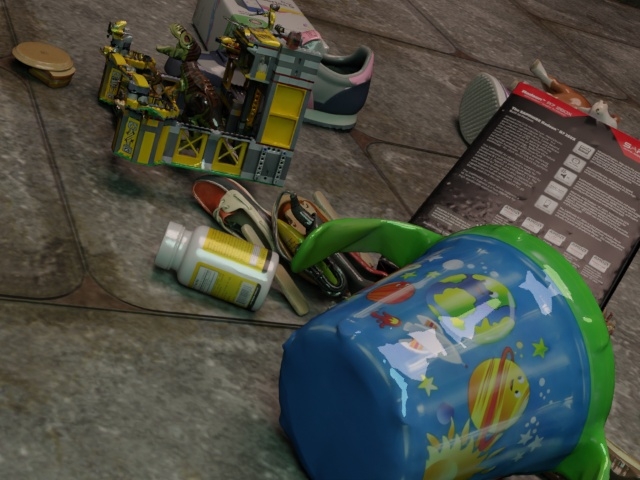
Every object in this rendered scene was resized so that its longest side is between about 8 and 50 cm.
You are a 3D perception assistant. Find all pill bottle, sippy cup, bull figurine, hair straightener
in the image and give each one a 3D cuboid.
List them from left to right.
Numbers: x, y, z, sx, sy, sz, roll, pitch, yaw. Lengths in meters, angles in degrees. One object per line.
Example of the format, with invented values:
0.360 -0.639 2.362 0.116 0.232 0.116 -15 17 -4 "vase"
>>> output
-0.106 0.023 1.087 0.116 0.065 0.065 22 26 -8 "pill bottle"
0.030 0.041 1.116 0.230 0.047 0.089 49 37 -2 "hair straightener"
0.093 0.121 0.926 0.224 0.240 0.305 -17 23 -39 "sippy cup"
0.419 -0.224 1.874 0.188 0.101 0.310 45 6 3 "bull figurine"

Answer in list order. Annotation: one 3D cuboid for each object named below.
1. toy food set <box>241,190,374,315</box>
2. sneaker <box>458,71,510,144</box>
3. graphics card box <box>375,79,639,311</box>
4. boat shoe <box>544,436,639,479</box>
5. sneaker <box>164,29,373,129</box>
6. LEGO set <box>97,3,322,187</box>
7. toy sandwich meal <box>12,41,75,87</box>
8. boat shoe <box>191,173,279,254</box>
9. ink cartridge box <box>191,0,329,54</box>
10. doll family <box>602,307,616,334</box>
0.000 0.000 1.201 0.132 0.038 0.192 54 30 2 "toy food set"
0.334 -0.164 1.784 0.161 0.102 0.282 17 35 -29 "sneaker"
0.245 -0.011 1.252 0.232 0.094 0.371 30 52 13 "graphics card box"
0.269 0.219 1.061 0.190 0.068 0.072 39 15 16 "boat shoe"
-0.067 -0.256 1.557 0.319 0.131 0.112 6 32 -33 "sneaker"
-0.137 -0.210 1.288 0.254 0.192 0.331 13 19 -13 "LEGO set"
-0.354 -0.226 1.378 0.085 0.029 0.086 15 27 -8 "toy sandwich meal"
-0.094 -0.028 1.214 0.137 0.049 0.043 36 30 12 "boat shoe"
-0.100 -0.326 1.703 0.154 0.093 0.212 9 28 -27 "ink cartridge box"
0.285 0.016 1.368 0.263 0.118 0.163 41 33 26 "doll family"
